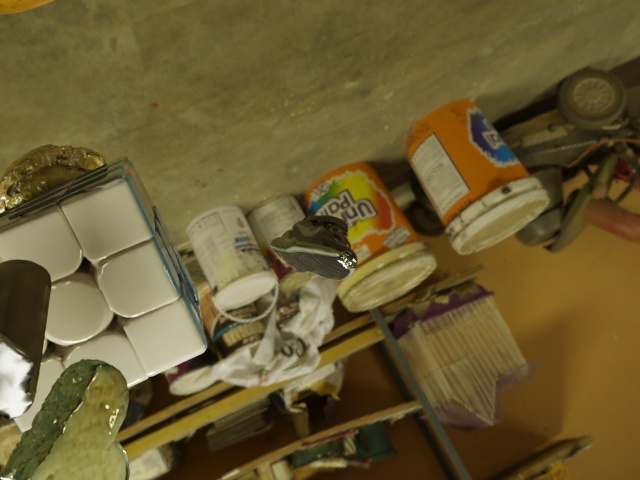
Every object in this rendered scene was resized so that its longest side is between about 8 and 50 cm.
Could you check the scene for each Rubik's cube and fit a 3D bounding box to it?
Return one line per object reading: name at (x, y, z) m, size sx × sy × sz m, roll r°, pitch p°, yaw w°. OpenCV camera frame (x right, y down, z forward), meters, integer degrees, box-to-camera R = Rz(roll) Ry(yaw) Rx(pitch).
Rubik's cube at (-0.374, 0.063, 0.948) m, size 0.291 × 0.291 × 0.290 m, roll -25°, pitch -162°, yaw -8°

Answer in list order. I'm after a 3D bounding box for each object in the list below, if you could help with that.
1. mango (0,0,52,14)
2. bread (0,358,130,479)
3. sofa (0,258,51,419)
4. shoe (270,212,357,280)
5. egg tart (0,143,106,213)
mango at (-0.259, -0.242, 0.475) m, size 0.178 × 0.090 × 0.115 m, roll -45°, pitch 138°, yaw -35°
bread at (-0.311, 0.264, 0.740) m, size 0.064 × 0.232 × 0.172 m, roll 8°, pitch -166°, yaw 24°
sofa at (-0.355, 0.031, 0.504) m, size 0.182 × 0.200 × 0.258 m, roll -40°, pitch 125°, yaw 8°
shoe at (0.000, 0.000, 1.050) m, size 0.112 × 0.099 × 0.227 m, roll -55°, pitch -154°, yaw -19°
egg tart at (-0.498, -0.074, 1.146) m, size 0.241 × 0.106 × 0.241 m, roll -35°, pitch 145°, yaw -29°
